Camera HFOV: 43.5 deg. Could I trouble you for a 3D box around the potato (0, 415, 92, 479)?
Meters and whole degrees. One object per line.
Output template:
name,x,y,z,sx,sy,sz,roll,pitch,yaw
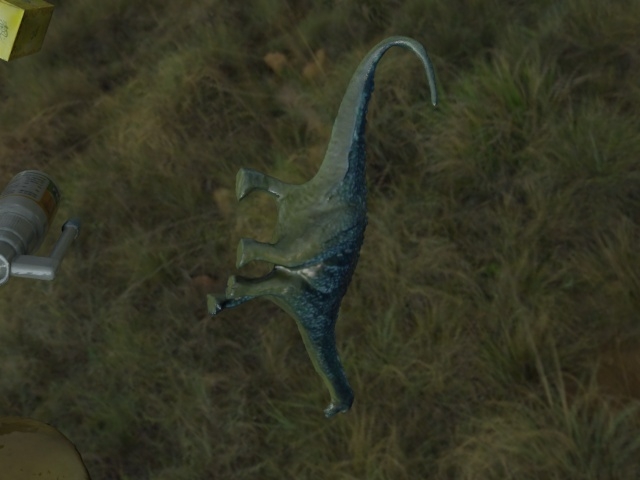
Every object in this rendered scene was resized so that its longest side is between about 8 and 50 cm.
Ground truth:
potato,-0.314,0.236,0.591,0.299,0.116,0.239,-22,53,14

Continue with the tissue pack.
tissue pack,-0.532,-0.377,1.410,0.176,0.062,0.095,-92,26,-73

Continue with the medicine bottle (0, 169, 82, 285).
medicine bottle,-0.297,-0.011,0.824,0.092,0.061,0.221,9,20,-12

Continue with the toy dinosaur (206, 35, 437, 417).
toy dinosaur,-0.011,0.003,0.678,0.147,0.363,0.076,2,24,-20
